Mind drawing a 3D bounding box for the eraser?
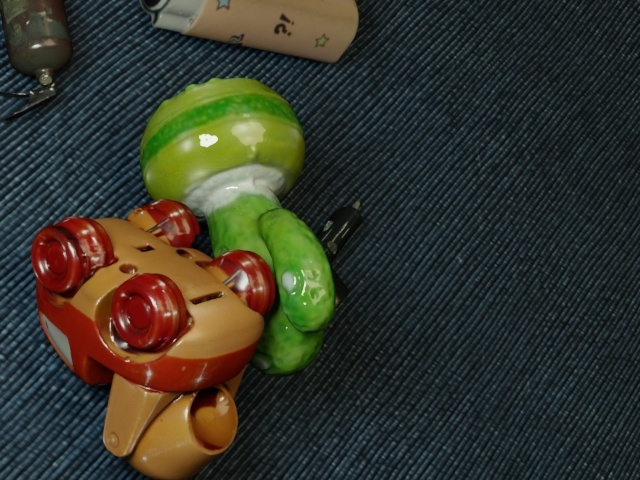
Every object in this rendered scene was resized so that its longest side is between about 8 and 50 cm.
[{"bbox_3d":[-0.090,-0.321,2.259,0.290,0.087,0.171,6,63,-43],"label":"eraser"}]

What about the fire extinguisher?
[{"bbox_3d":[-0.324,-0.261,2.014,0.089,0.072,0.268,-10,75,-9],"label":"fire extinguisher"}]

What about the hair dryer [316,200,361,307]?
[{"bbox_3d":[0.000,0.000,2.206,0.124,0.071,0.219,54,36,-9],"label":"hair dryer"}]

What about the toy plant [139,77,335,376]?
[{"bbox_3d":[-0.080,-0.001,2.012,0.184,0.224,0.316,-2,61,-31],"label":"toy plant"}]

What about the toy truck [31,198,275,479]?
[{"bbox_3d":[-0.181,0.105,1.908,0.265,0.239,0.189,34,30,31],"label":"toy truck"}]
